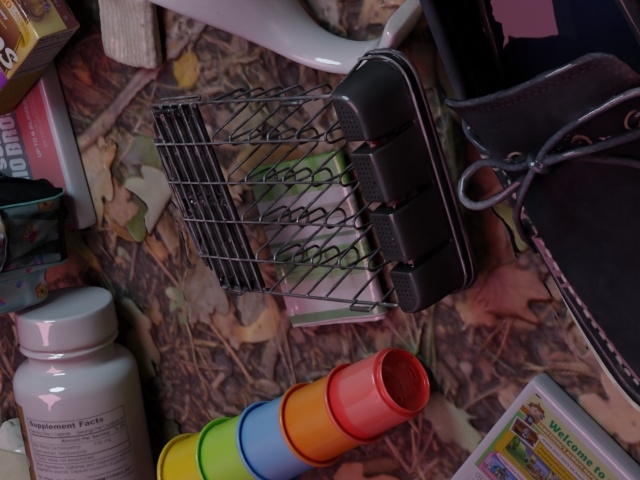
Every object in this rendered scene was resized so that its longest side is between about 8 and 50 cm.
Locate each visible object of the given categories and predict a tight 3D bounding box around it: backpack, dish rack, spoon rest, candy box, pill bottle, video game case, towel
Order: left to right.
[{"bbox_3d":[-0.368,0.004,1.297,0.165,0.188,0.144,12,100,38],"label":"backpack"},{"bbox_3d":[-0.366,-0.107,1.415,0.285,0.025,0.204,-2,107,42],"label":"video game case"},{"bbox_3d":[-0.315,-0.204,1.262,0.186,0.053,0.109,-35,85,49],"label":"candy box"},{"bbox_3d":[-0.251,0.172,1.357,0.131,0.131,0.229,9,113,39],"label":"pill bottle"},{"bbox_3d":[-0.054,-0.207,1.040,0.276,0.137,0.084,29,143,14],"label":"spoon rest"},{"bbox_3d":[-0.019,-0.041,1.060,0.271,0.074,0.208,3,119,44],"label":"dish rack"},{"bbox_3d":[0.000,0.000,1.144,0.113,0.023,0.152,-9,100,41],"label":"towel"},{"bbox_3d":[0.207,0.242,1.060,0.212,0.023,0.193,46,132,18],"label":"video game case"}]

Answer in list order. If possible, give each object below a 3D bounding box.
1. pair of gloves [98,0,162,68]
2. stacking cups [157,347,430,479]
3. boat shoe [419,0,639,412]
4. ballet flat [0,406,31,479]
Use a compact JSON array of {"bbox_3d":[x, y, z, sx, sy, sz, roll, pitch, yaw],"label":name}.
[{"bbox_3d":[-0.237,-0.282,1.215,0.240,0.042,0.204,28,124,31],"label":"pair of gloves"},{"bbox_3d":[-0.024,0.176,1.202,0.316,0.096,0.096,-32,86,39],"label":"stacking cups"},{"bbox_3d":[0.169,-0.090,0.863,0.186,0.156,0.500,-14,99,42],"label":"boat shoe"},{"bbox_3d":[-0.385,0.239,1.547,0.248,0.086,0.086,16,118,37],"label":"ballet flat"}]
